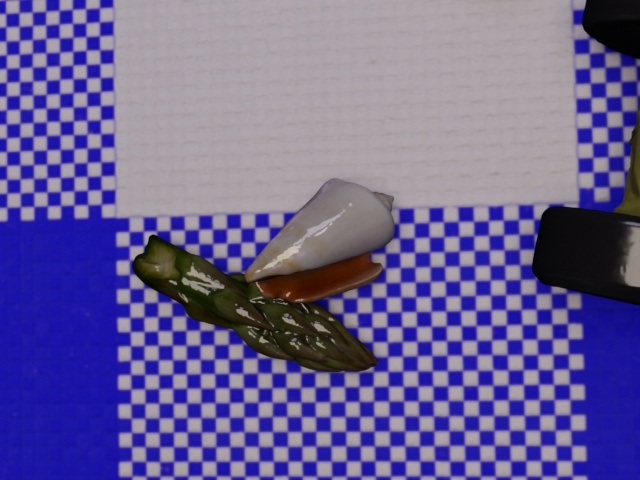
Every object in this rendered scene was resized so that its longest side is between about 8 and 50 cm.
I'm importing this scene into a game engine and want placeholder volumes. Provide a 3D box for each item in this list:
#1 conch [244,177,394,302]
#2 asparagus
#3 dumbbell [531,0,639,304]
[{"bbox_3d":[0.009,0.006,1.256,0.094,0.104,0.176,29,56,25],"label":"conch"},{"bbox_3d":[-0.072,0.073,1.289,0.287,0.080,0.080,25,91,5],"label":"asparagus"},{"bbox_3d":[0.329,-0.097,1.174,0.203,0.204,0.322,12,89,9],"label":"dumbbell"}]
